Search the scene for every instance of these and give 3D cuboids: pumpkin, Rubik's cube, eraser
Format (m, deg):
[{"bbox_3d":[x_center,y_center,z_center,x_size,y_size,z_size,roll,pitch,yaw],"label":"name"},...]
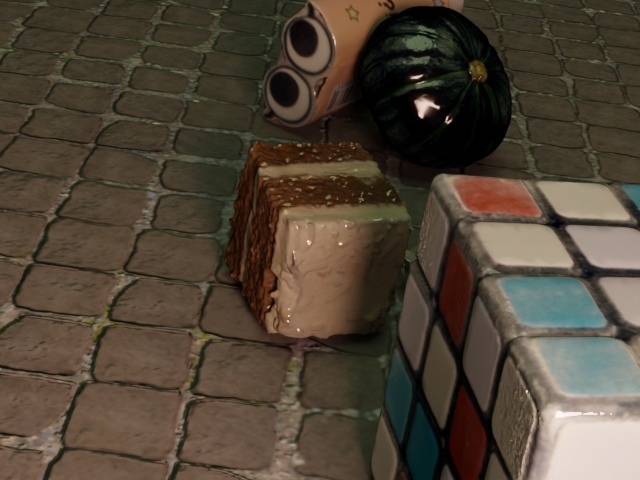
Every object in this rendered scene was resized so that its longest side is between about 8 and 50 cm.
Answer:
[{"bbox_3d":[0.133,-0.174,1.340,0.194,0.194,0.150,-14,16,-33],"label":"pumpkin"},{"bbox_3d":[0.194,0.126,0.743,0.258,0.253,0.256,0,31,-12],"label":"Rubik's cube"},{"bbox_3d":[0.057,-0.241,1.453,0.087,0.171,0.290,41,40,17],"label":"eraser"}]

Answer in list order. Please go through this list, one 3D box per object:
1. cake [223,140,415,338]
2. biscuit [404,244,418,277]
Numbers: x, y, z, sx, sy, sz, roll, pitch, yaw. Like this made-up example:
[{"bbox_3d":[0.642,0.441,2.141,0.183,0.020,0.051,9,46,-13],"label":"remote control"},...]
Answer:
[{"bbox_3d":[0.000,0.000,1.035,0.134,0.135,0.147,-5,31,-27],"label":"cake"},{"bbox_3d":[0.167,0.033,1.117,0.188,0.040,0.265,3,28,-9],"label":"biscuit"}]
